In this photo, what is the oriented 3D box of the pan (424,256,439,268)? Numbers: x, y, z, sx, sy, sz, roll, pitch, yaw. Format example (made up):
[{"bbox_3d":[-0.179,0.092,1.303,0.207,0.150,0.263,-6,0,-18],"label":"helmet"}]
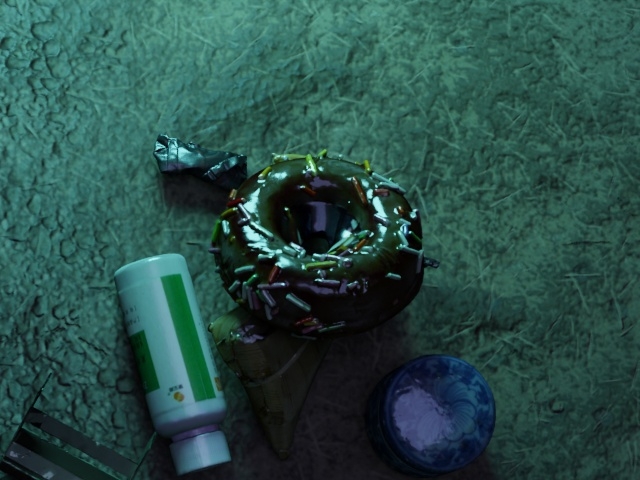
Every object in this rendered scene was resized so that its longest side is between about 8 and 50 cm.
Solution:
[{"bbox_3d":[0.097,0.017,1.968,0.115,0.023,0.068,19,72,-6],"label":"pan"}]

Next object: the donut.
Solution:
[{"bbox_3d":[0.000,0.000,1.831,0.269,0.103,0.270,5,47,-5],"label":"donut"}]

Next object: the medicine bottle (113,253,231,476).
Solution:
[{"bbox_3d":[-0.173,0.150,1.831,0.095,0.095,0.260,-13,78,-17],"label":"medicine bottle"}]

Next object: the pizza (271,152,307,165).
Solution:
[{"bbox_3d":[-0.007,-0.072,1.962,0.099,0.029,0.100,-9,79,-17],"label":"pizza"}]

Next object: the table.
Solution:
[{"bbox_3d":[-0.298,0.269,1.782,0.146,0.062,0.175,30,103,-5],"label":"table"}]

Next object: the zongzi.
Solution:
[{"bbox_3d":[-0.025,0.146,1.880,0.194,0.099,0.197,-34,110,-29],"label":"zongzi"}]

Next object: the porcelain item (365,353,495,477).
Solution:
[{"bbox_3d":[0.137,0.217,1.881,0.147,0.114,0.147,3,75,-12],"label":"porcelain item"}]

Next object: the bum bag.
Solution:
[{"bbox_3d":[-0.151,-0.097,1.929,0.124,0.034,0.058,14,64,-11],"label":"bum bag"}]
